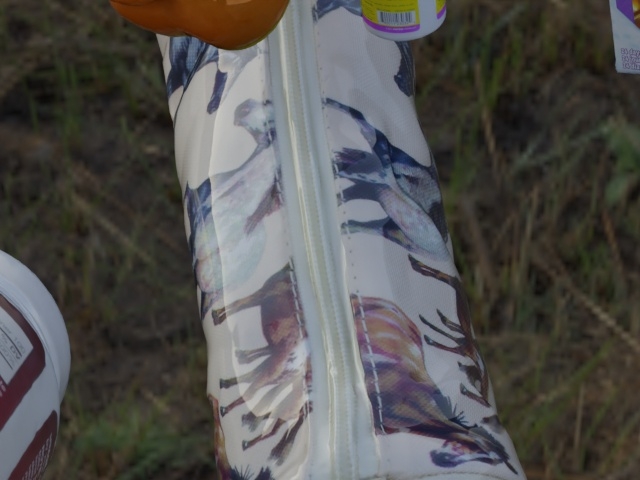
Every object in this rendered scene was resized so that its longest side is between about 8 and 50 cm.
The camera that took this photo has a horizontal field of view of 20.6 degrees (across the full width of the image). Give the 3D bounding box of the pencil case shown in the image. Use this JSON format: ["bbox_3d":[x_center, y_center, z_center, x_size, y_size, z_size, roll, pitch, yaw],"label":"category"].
[{"bbox_3d":[0.000,0.000,0.931,0.160,0.183,0.410,-16,56,10],"label":"pencil case"}]

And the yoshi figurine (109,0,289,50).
[{"bbox_3d":[-0.103,-0.238,0.733,0.203,0.362,0.203,-39,47,11],"label":"yoshi figurine"}]

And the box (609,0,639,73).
[{"bbox_3d":[0.298,-0.185,1.009,0.293,0.201,0.057,11,34,39],"label":"box"}]

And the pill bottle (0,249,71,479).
[{"bbox_3d":[-0.304,0.139,1.183,0.224,0.224,0.392,3,16,5],"label":"pill bottle"}]

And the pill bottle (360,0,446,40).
[{"bbox_3d":[0.039,-0.144,0.874,0.043,0.083,0.043,-5,39,4],"label":"pill bottle"}]
